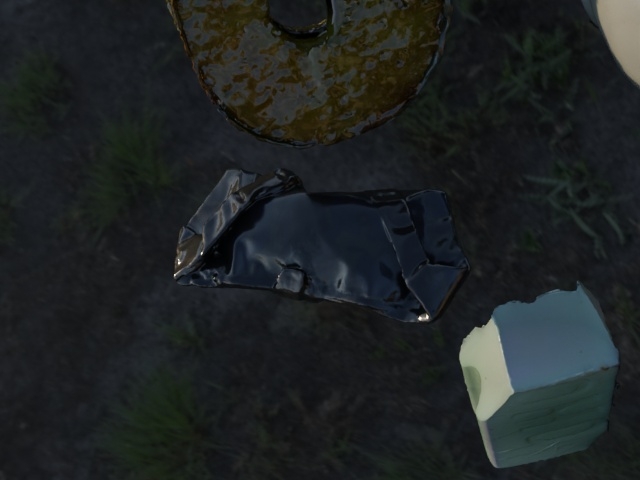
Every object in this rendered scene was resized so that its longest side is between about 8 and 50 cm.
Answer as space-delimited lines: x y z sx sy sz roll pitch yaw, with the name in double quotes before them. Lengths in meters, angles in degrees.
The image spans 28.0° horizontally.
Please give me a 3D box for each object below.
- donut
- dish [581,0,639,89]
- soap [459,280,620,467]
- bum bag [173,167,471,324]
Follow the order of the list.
"donut" -0.016 -0.227 1.168 0.272 0.272 0.107 -37 31 11
"dish" 0.283 -0.265 1.070 0.124 0.324 0.324 6 76 33
"soap" 0.219 0.140 1.269 0.145 0.230 0.091 -16 61 4
"bum bag" 0.000 0.000 1.262 0.310 0.074 0.137 9 74 19
